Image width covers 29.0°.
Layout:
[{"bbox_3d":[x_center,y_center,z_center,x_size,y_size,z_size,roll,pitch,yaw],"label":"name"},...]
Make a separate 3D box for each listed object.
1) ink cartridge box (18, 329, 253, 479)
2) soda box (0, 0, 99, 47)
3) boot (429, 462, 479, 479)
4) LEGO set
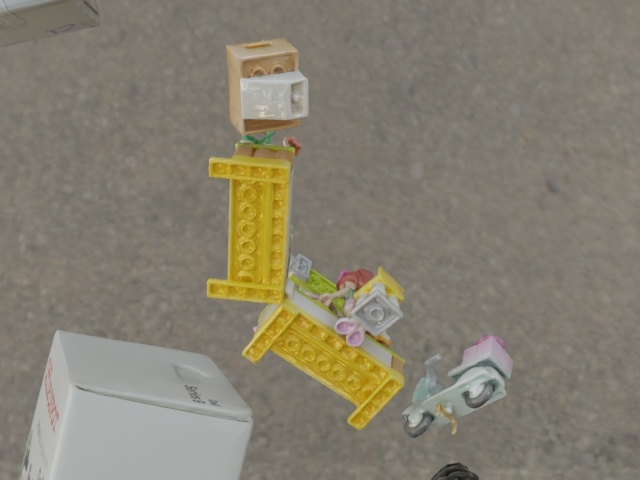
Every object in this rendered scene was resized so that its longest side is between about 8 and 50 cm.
[{"bbox_3d":[-0.152,0.222,0.842,0.211,0.121,0.289,-161,84,-74],"label":"ink cartridge box"},{"bbox_3d":[-0.263,-0.127,0.614,0.286,0.091,0.098,-12,91,0],"label":"soda box"},{"bbox_3d":[0.069,0.305,0.754,0.260,0.131,0.348,-37,33,1],"label":"boot"},{"bbox_3d":[0.000,0.000,0.778,0.132,0.287,0.107,-27,22,19],"label":"LEGO set"}]
